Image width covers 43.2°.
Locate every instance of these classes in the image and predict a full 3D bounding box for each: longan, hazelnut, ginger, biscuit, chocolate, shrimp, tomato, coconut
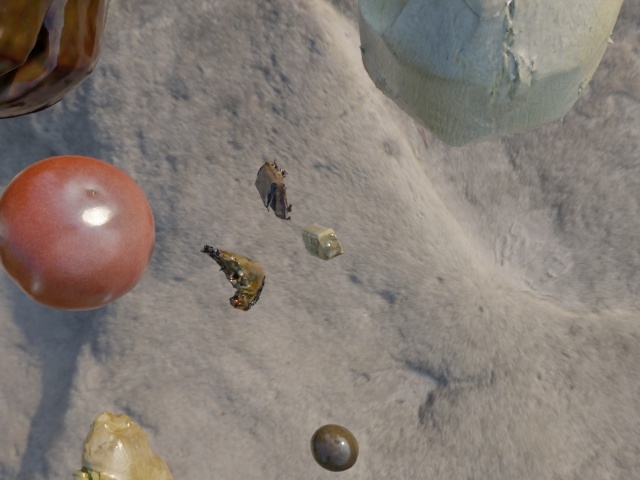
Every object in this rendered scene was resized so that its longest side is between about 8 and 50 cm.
[{"bbox_3d":[0.031,0.423,1.640,0.113,0.113,0.092,23,72,12],"label":"longan"},{"bbox_3d":[-0.275,-0.214,0.608,0.217,0.251,0.217,-6,63,11],"label":"hazelnut"},{"bbox_3d":[-0.295,0.344,1.286,0.115,0.193,0.122,-4,69,33],"label":"ginger"},{"bbox_3d":[0.000,0.000,1.625,0.052,0.188,0.056,-23,100,-10],"label":"biscuit"},{"bbox_3d":[-0.115,-0.121,1.897,0.065,0.329,0.102,2,103,-10],"label":"chocolate"},{"bbox_3d":[-0.189,0.086,1.812,0.066,0.262,0.117,4,76,28],"label":"shrimp"},{"bbox_3d":[-0.395,-0.013,1.308,0.255,0.256,0.224,51,138,10],"label":"tomato"},{"bbox_3d":[0.213,-0.295,1.056,0.347,0.360,0.346,-2,68,4],"label":"coconut"}]
